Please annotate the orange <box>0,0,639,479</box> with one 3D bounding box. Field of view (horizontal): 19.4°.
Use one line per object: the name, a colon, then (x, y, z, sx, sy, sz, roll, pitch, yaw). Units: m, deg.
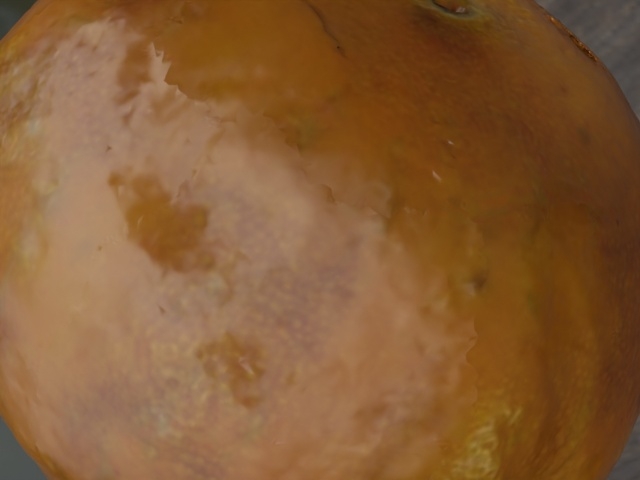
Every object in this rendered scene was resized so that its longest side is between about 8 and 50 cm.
orange: (0.000, 0.000, 0.718, 0.284, 0.284, 0.226, 49, 131, 27)
